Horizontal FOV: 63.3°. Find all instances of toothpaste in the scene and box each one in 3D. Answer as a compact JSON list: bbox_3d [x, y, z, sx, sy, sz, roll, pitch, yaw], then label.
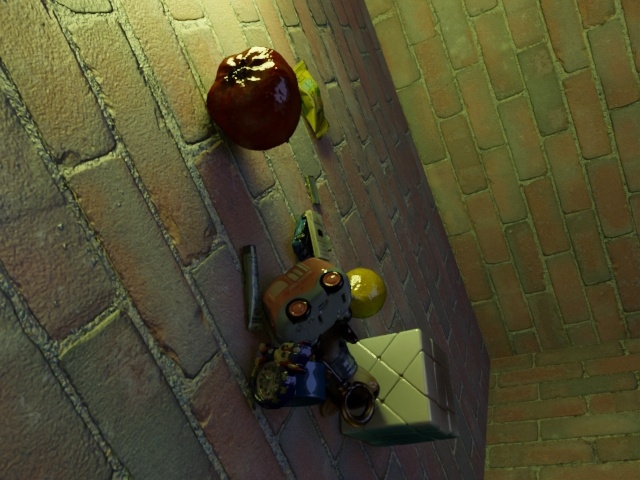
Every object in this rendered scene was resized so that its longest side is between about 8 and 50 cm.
[{"bbox_3d":[-0.188,0.130,1.442,0.062,0.039,0.239,16,63,-56],"label":"toothpaste"}]

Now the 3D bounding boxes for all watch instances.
[{"bbox_3d":[-0.070,0.368,1.375,0.200,0.196,0.171,32,57,-45],"label":"watch"}]

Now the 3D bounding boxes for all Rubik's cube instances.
[{"bbox_3d":[0.273,0.527,1.827,0.316,0.321,0.319,44,38,-49],"label":"Rubik's cube"}]

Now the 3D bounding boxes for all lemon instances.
[{"bbox_3d":[0.149,0.197,1.928,0.244,0.186,0.187,-24,98,-63],"label":"lemon"}]

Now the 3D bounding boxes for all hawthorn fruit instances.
[{"bbox_3d":[-0.168,-0.388,1.532,0.330,0.287,0.287,49,34,-55],"label":"hawthorn fruit"}]

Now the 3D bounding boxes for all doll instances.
[{"bbox_3d":[0.059,0.375,1.607,0.340,0.209,0.318,67,29,-20],"label":"doll"}]

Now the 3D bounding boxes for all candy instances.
[{"bbox_3d":[-0.038,-0.567,2.106,0.297,0.081,0.187,62,29,-24],"label":"candy"}]

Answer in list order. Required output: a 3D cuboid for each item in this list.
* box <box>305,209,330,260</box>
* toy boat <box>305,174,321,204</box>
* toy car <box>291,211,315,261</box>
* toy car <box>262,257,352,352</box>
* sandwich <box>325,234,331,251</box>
[{"bbox_3d":[-0.009,-0.015,1.762,0.090,0.024,0.167,20,56,-66],"label":"box"},{"bbox_3d":[-0.028,-0.191,1.985,0.063,0.016,0.115,-6,80,-64],"label":"toy boat"},{"bbox_3d":[-0.053,-0.014,1.776,0.103,0.063,0.216,60,23,-31],"label":"toy car"},{"bbox_3d":[-0.050,0.168,1.481,0.270,0.212,0.181,-40,141,-22],"label":"toy car"},{"bbox_3d":[0.000,0.000,1.907,0.093,0.035,0.105,-30,101,-63],"label":"sandwich"}]
